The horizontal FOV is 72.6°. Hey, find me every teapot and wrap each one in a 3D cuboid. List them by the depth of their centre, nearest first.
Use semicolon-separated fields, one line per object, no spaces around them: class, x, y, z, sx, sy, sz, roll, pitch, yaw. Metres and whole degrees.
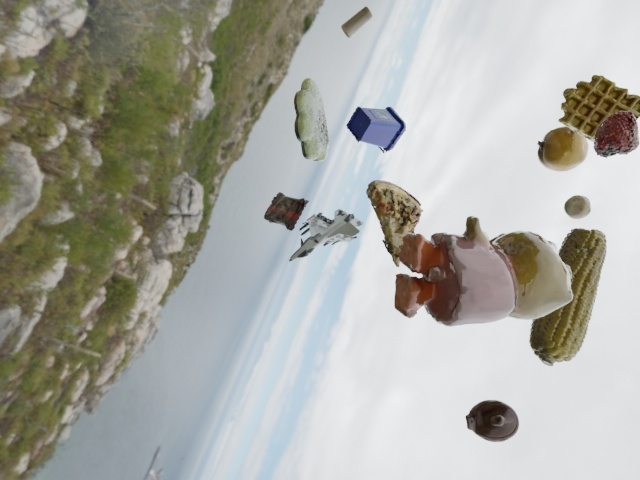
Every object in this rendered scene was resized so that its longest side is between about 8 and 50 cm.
teapot;0.424;0.446;1.077;0.078;0.128;0.098;65;23;-68

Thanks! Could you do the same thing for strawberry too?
strawberry;0.612;-0.219;0.898;0.083;0.083;0.097;145;-30;-86

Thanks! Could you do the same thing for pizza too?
pizza;0.239;-0.086;1.442;0.074;0.251;0.288;-26;-146;43

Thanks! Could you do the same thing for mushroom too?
mushroom;0.879;-0.114;1.489;0.067;0.083;0.084;-18;139;-54

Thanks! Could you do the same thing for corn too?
corn;0.608;0.132;1.065;0.363;0.120;0.120;-62;-179;-13

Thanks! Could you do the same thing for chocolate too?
chocolate;-0.086;-0.072;1.026;0.086;0.028;0.182;-59;-152;-2

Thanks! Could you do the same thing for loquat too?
loquat;1.087;-0.412;1.964;0.208;0.207;0.208;-157;-90;-88

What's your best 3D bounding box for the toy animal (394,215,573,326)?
toy animal;0.272;0.054;0.691;0.169;0.281;0.196;-126;-144;-56

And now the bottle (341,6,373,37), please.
bottle;0.113;-0.670;1.338;0.096;0.045;0.045;-36;-171;10

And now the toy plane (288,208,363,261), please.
toy plane;0.003;-0.016;1.068;0.234;0.160;0.083;-23;-124;37

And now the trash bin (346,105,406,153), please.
trash bin;0.244;-0.501;1.958;0.234;0.163;0.184;-4;140;-41

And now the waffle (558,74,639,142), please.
waffle;0.806;-0.385;1.270;0.161;0.210;0.055;-57;174;15

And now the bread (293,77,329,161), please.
bread;-0.028;-0.389;1.471;0.207;0.056;0.287;-60;143;-54
